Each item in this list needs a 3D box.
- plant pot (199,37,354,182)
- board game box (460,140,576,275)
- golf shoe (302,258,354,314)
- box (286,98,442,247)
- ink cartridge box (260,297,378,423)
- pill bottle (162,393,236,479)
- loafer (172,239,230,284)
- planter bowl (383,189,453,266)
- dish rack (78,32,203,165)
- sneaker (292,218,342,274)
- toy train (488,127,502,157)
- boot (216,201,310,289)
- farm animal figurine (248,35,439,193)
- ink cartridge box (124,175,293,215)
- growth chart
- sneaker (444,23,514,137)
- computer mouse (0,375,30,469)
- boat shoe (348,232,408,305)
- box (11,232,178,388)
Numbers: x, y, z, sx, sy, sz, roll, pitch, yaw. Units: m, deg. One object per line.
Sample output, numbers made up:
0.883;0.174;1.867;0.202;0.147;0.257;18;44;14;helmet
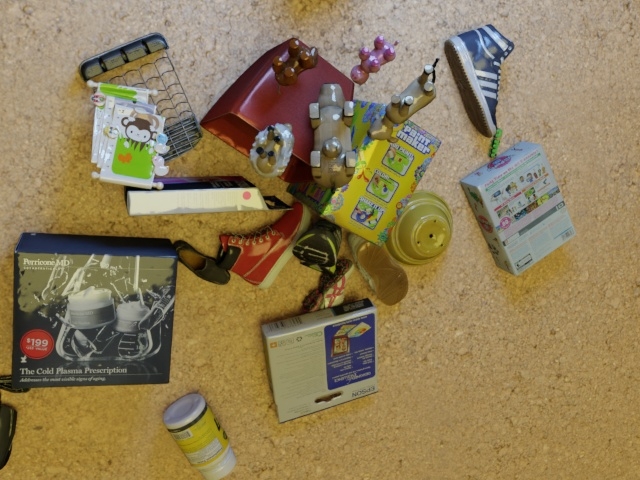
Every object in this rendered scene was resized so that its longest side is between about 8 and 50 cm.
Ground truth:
-0.077;-0.302;1.568;0.267;0.267;0.236;33;79;-23;plant pot
0.555;-0.089;1.911;0.224;0.097;0.303;-33;113;-9;board game box
0.033;0.130;1.812;0.086;0.067;0.186;32;102;-33;golf shoe
0.091;-0.173;1.626;0.177;0.290;0.279;27;95;-23;box
0.006;0.322;1.837;0.303;0.072;0.307;-14;126;-15;ink cartridge box
-0.307;0.511;1.765;0.119;0.119;0.209;-29;112;-9;pill bottle
-0.292;0.064;1.683;0.170;0.061;0.062;32;91;-24;loafer
0.280;-0.021;1.839;0.217;0.090;0.217;-5;106;-17;planter bowl
-0.396;-0.308;1.547;0.208;0.074;0.272;-25;112;-9;dish rack
0.000;0.000;1.666;0.111;0.300;0.121;17;80;1;sneaker
0.482;-0.268;1.881;0.023;0.017;0.083;3;103;-30;toy train
-0.147;-0.014;1.689;0.176;0.088;0.244;31;96;-31;boot
0.051;-0.247;1.387;0.330;0.172;0.327;16;84;3;farm animal figurine
-0.262;-0.106;1.586;0.370;0.175;0.069;-1;104;-19;ink cartridge box
-0.411;-0.225;1.465;0.171;0.021;0.238;-1;80;-16;growth chart
0.442;-0.420;1.783;0.153;0.099;0.282;-29;108;-8;sneaker
-0.807;0.435;1.608;0.184;0.060;0.262;17;98;-23;computer mouse
0.152;0.068;1.818;0.098;0.096;0.277;-36;133;-5;boat shoe
-0.517;0.157;1.569;0.343;0.179;0.313;2;102;-19;box
